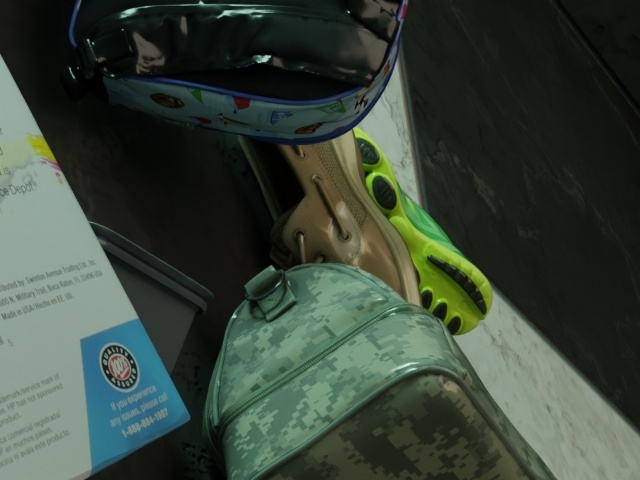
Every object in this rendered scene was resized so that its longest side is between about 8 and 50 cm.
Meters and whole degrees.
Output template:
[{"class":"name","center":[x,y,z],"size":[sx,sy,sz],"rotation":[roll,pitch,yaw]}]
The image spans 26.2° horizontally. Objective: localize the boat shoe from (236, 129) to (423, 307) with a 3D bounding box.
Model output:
[{"class":"boat shoe","center":[0.000,0.000,1.338],"size":[0.110,0.121,0.341],"rotation":[-9,65,-27]}]

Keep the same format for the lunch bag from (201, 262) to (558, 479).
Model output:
[{"class":"lunch bag","center":[0.056,0.178,1.099],"size":[0.305,0.212,0.256],"rotation":[51,8,-27]}]

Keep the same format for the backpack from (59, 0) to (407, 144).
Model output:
[{"class":"backpack","center":[-0.056,-0.201,1.184],"size":[0.213,0.263,0.276],"rotation":[67,39,-76]}]

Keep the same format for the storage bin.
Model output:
[{"class":"storage bin","center":[-0.157,0.056,0.970],"size":[0.135,0.098,0.091],"rotation":[38,60,-43]}]

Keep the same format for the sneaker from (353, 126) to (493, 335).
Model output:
[{"class":"sneaker","center":[0.064,-0.013,1.502],"size":[0.295,0.109,0.123],"rotation":[49,-3,-14]}]

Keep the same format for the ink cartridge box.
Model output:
[{"class":"ink cartridge box","center":[-0.240,0.030,0.676],"size":[0.270,0.197,0.198],"rotation":[62,24,4]}]
